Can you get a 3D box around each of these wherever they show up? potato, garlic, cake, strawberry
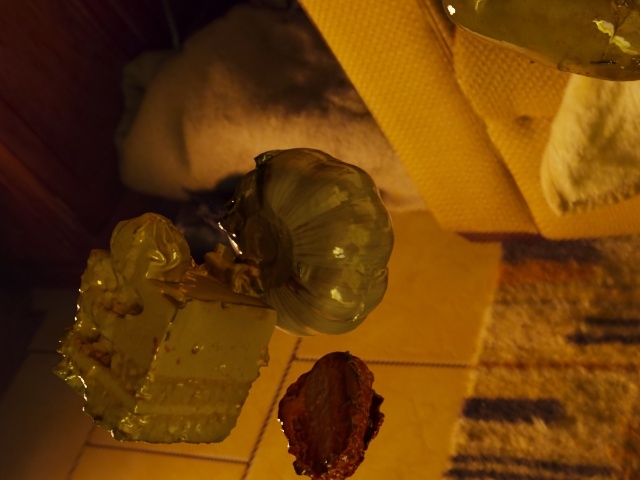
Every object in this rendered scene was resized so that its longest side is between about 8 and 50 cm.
[{"bbox_3d":[0.298,-0.281,1.251,0.300,0.173,0.140,21,87,19],"label":"potato"},{"bbox_3d":[-0.010,0.004,1.652,0.241,0.322,0.322,-33,36,-23],"label":"garlic"},{"bbox_3d":[-0.214,0.117,1.455,0.222,0.227,0.286,30,100,37],"label":"cake"},{"bbox_3d":[0.015,0.206,1.122,0.121,0.082,0.188,-36,27,20],"label":"strawberry"}]
